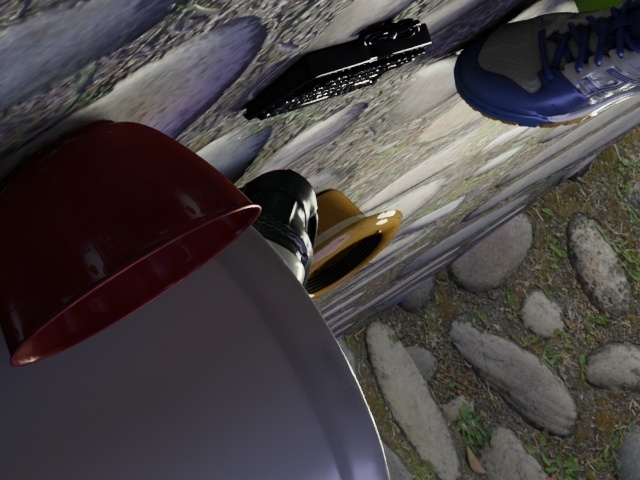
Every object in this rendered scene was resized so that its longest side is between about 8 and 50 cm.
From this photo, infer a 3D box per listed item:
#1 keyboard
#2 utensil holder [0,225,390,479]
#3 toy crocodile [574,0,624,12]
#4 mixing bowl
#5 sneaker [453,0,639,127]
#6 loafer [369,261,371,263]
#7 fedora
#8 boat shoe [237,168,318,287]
[{"bbox_3d":[0.026,-0.131,1.381,0.108,0.023,0.180,-37,173,34],"label":"keyboard"},{"bbox_3d":[-0.193,0.189,1.433,0.385,0.328,0.327,-27,172,-21],"label":"utensil holder"},{"bbox_3d":[0.329,-0.225,1.883,0.115,0.105,0.340,-36,178,26],"label":"toy crocodile"},{"bbox_3d":[-0.138,-0.011,1.136,0.181,0.098,0.181,-32,175,-3],"label":"mixing bowl"},{"bbox_3d":[0.267,-0.181,1.639,0.296,0.112,0.131,-8,156,-6],"label":"sneaker"},{"bbox_3d":[-0.012,0.040,2.328,0.170,0.061,0.062,-31,175,-9],"label":"loafer"},{"bbox_3d":[0.000,0.000,2.005,0.194,0.079,0.194,-32,167,-8],"label":"fedora"},{"bbox_3d":[-0.072,0.022,1.685,0.340,0.127,0.113,113,-3,-69],"label":"boat shoe"}]
